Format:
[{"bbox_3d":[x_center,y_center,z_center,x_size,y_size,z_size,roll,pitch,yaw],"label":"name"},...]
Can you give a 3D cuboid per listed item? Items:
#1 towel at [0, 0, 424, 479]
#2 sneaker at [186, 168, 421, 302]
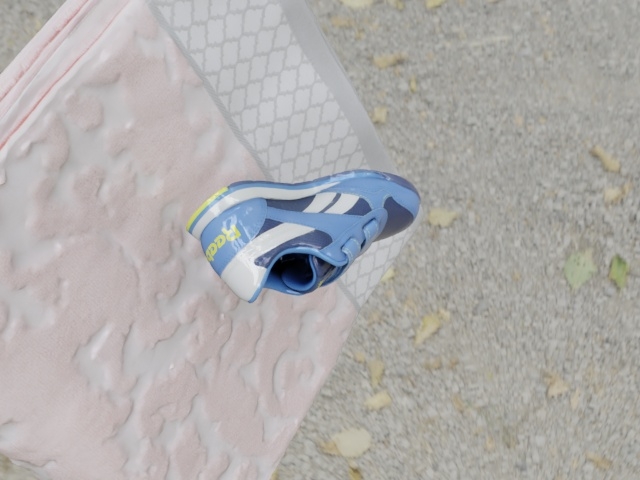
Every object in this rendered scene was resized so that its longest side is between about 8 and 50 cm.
[{"bbox_3d":[-0.069,0.008,0.598,0.053,0.332,0.317,15,62,36],"label":"towel"},{"bbox_3d":[0.000,0.000,0.539,0.144,0.053,0.059,-11,59,-36],"label":"sneaker"}]
